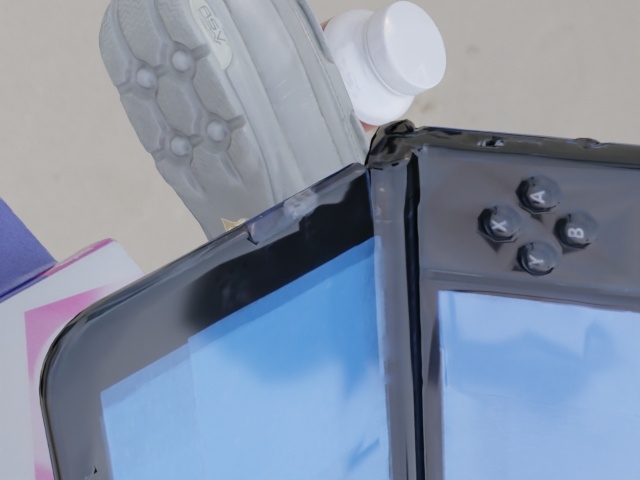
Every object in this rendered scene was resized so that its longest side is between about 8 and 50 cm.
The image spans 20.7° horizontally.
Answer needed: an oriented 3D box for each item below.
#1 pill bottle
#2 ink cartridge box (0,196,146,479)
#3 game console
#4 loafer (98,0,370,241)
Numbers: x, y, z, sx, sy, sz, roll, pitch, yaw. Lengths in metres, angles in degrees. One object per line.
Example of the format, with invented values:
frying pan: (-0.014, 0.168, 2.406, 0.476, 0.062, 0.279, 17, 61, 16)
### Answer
pill bottle: (0.017, -0.161, 1.773, 0.121, 0.121, 0.216, 26, 146, -37)
ink cartridge box: (-0.185, 0.125, 0.991, 0.324, 0.330, 0.071, -33, 168, -47)
game console: (0.054, 0.121, 0.685, 0.250, 0.173, 0.293, 6, 126, 15)
loafer: (0.000, 0.000, 0.881, 0.111, 0.112, 0.319, -36, 110, -46)
